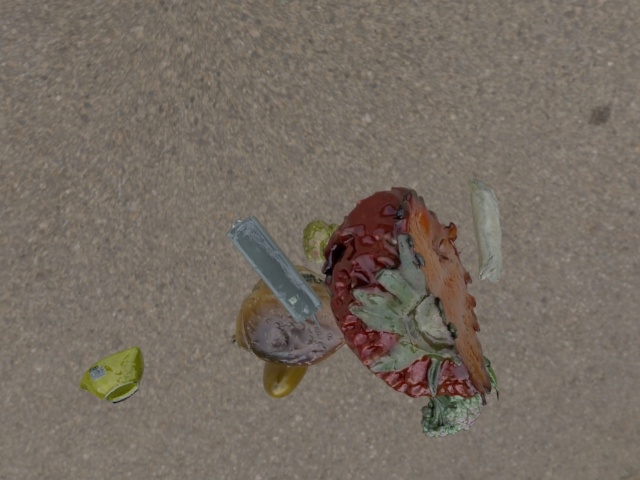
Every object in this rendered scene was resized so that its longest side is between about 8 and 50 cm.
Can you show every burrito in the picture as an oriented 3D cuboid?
[{"bbox_3d":[0.414,-0.029,1.670,0.082,0.059,0.275,14,64,-28],"label":"burrito"}]

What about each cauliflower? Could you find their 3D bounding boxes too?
[{"bbox_3d":[0.306,0.365,1.733,0.315,0.256,0.239,17,132,18],"label":"cauliflower"}]

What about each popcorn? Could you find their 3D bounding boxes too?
[{"bbox_3d":[-0.002,0.001,1.657,0.109,0.089,0.097,-58,148,-24],"label":"popcorn"}]

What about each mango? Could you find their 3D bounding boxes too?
[{"bbox_3d":[-0.091,0.331,1.762,0.113,0.253,0.138,35,107,-1],"label":"mango"}]

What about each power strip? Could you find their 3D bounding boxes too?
[{"bbox_3d":[-0.075,0.060,1.199,0.060,0.027,0.253,-35,106,7],"label":"power strip"}]

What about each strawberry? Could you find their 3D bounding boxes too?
[{"bbox_3d":[0.093,0.051,0.814,0.150,0.280,0.253,-22,118,19],"label":"strawberry"}]

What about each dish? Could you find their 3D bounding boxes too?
[{"bbox_3d":[-0.503,0.347,1.645,0.207,0.080,0.149,-42,153,23],"label":"dish"}]

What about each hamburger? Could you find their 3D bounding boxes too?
[{"bbox_3d":[-0.065,0.175,1.496,0.286,0.146,0.243,-7,129,16],"label":"hamburger"}]
